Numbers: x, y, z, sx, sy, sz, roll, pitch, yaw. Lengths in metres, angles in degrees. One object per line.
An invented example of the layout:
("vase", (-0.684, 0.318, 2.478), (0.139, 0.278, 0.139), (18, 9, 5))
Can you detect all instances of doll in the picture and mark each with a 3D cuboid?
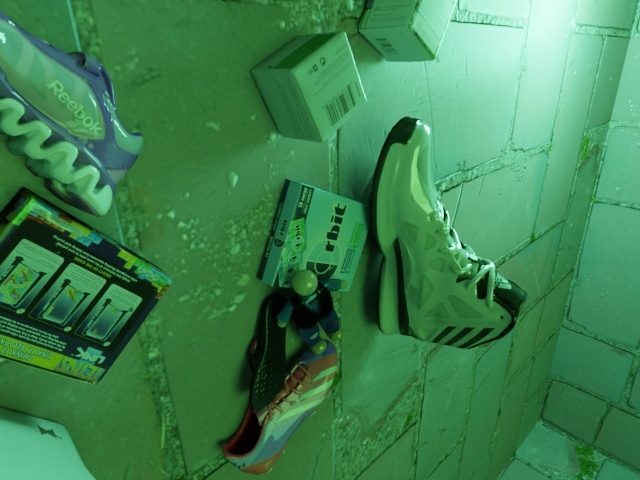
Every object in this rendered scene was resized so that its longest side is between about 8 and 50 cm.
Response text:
("doll", (-0.008, 0.105, 0.656), (0.129, 0.046, 0.189), (-33, 140, -13))

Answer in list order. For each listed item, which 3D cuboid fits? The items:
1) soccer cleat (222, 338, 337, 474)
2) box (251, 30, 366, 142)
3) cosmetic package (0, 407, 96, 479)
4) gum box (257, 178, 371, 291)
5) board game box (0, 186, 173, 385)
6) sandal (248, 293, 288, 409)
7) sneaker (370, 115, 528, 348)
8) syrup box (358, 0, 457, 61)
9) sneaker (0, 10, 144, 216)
("soccer cleat", (-0.060, 0.267, 0.693), (0.248, 0.083, 0.095), (-54, 131, -13))
("box", (-0.012, -0.200, 0.546), (0.101, 0.087, 0.102), (-47, 133, -23))
("cosmetic package", (-0.375, 0.379, 0.299), (0.453, 0.230, 0.161), (-56, 135, -15))
("gum box", (0.000, 0.000, 0.672), (0.184, 0.041, 0.157), (12, 97, -47))
("board game box", (-0.261, 0.054, 0.421), (0.141, 0.048, 0.170), (-55, 136, -12))
("sandal", (-0.086, 0.173, 0.662), (0.067, 0.040, 0.179), (14, 81, -53))
("sneaker", (0.236, 0.008, 0.735), (0.169, 0.257, 0.448), (-48, 140, -47))
("syrup box", (0.155, -0.406, 0.631), (0.093, 0.096, 0.237), (18, 92, -50))
("sneaker", (-0.237, -0.133, 0.348), (0.105, 0.095, 0.236), (-54, 141, -26))
